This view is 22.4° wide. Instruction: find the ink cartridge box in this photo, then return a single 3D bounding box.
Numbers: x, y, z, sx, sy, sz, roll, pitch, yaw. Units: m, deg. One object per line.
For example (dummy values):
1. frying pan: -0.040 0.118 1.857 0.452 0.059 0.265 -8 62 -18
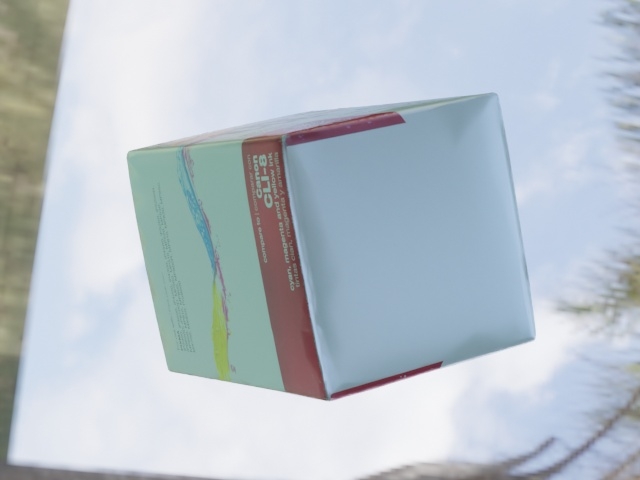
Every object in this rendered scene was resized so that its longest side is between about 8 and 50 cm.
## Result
1. ink cartridge box: 0.000 0.000 0.825 0.176 0.128 0.127 0 -77 59
